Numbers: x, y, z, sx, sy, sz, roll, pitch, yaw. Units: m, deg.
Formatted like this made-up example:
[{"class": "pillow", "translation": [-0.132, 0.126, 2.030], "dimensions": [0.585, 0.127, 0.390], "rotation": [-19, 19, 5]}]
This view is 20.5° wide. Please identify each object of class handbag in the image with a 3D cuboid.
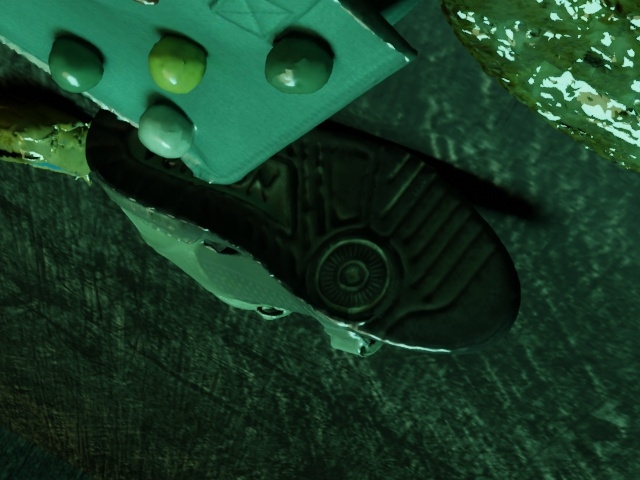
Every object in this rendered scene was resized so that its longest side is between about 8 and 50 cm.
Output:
[{"class": "handbag", "translation": [-0.106, -0.138, 0.873], "dimensions": [0.269, 0.100, 0.274], "rotation": [35, 162, -13]}]

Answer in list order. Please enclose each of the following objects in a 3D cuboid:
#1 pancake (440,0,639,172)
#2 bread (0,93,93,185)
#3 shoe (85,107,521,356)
[{"class": "pancake", "translation": [0.152, -0.089, 0.715], "dimensions": [0.253, 0.037, 0.253], "rotation": [26, 161, 10]}, {"class": "bread", "translation": [-0.208, -0.075, 1.274], "dimensions": [0.072, 0.053, 0.106], "rotation": [14, 178, -39]}, {"class": "shoe", "translation": [-0.001, 0.002, 1.091], "dimensions": [0.293, 0.109, 0.149], "rotation": [26, 166, 22]}]
